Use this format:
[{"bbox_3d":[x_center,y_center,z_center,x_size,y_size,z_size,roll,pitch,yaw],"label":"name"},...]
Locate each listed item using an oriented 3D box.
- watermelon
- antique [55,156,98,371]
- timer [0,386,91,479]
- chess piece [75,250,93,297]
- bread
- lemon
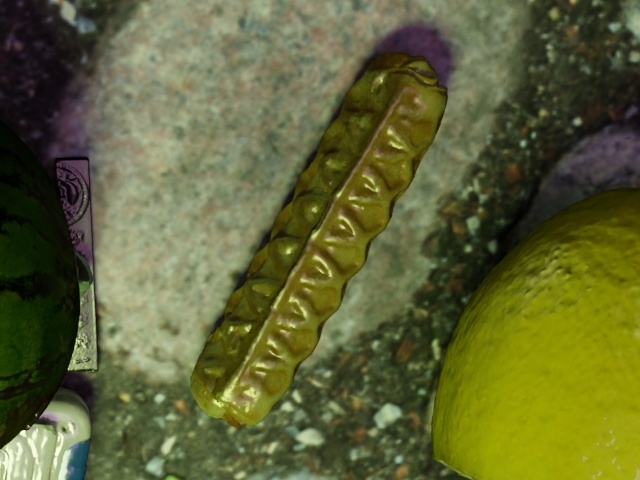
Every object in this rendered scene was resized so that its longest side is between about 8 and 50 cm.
[{"bbox_3d":[-0.361,0.031,1.265,0.363,0.363,0.363,-3,104,-13],"label":"watermelon"},{"bbox_3d":[-0.212,0.023,1.467,0.031,0.015,0.192,-4,104,-12],"label":"antique"},{"bbox_3d":[-0.330,0.207,1.451,0.253,0.078,0.178,6,101,-14],"label":"timer"},{"bbox_3d":[-0.263,0.064,1.443,0.059,0.059,0.149,42,107,-19],"label":"chess piece"},{"bbox_3d":[-0.001,0.000,1.480,0.367,0.084,0.077,-60,148,3],"label":"bread"},{"bbox_3d":[0.284,0.113,1.447,0.364,0.364,0.364,-3,104,-13],"label":"lemon"}]
